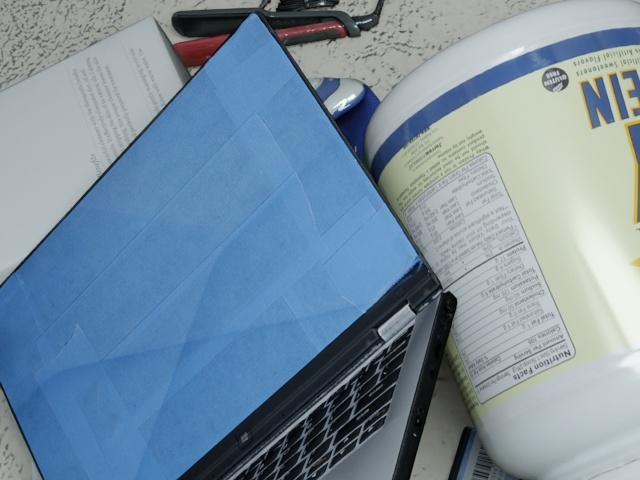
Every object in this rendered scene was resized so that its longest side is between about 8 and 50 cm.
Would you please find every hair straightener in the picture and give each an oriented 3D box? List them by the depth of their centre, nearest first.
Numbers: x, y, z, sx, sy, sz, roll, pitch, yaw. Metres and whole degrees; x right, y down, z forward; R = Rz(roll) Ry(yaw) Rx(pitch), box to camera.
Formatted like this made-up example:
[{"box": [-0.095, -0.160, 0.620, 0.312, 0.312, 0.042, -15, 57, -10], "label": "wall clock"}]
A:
[{"box": [-0.040, -0.235, 1.245, 0.230, 0.047, 0.089, -10, 62, 10], "label": "hair straightener"}]

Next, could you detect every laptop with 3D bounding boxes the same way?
[{"box": [-0.129, 0.100, 0.808, 0.236, 0.408, 0.382, 43, 114, -6], "label": "laptop"}]

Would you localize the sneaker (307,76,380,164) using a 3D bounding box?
[{"box": [0.000, 0.000, 1.040, 0.131, 0.112, 0.296, -10, 79, 26], "label": "sneaker"}]

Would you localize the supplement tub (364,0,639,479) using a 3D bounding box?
[{"box": [0.189, 0.023, 0.857, 0.235, 0.235, 0.324, -22, 74, 4], "label": "supplement tub"}]

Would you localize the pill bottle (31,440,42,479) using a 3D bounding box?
[{"box": [-0.125, 0.186, 1.015, 0.208, 0.117, 0.117, 4, 65, 18], "label": "pill bottle"}]

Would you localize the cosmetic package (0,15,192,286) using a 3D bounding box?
[{"box": [-0.264, -0.025, 1.140, 0.366, 0.155, 0.197, -26, 59, 3], "label": "cosmetic package"}]

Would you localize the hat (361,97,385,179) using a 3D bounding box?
[{"box": [0.071, -0.106, 1.069, 0.208, 0.183, 0.173, -40, 61, -7], "label": "hat"}]

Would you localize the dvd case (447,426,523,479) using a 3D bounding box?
[{"box": [0.205, 0.258, 0.942, 0.253, 0.022, 0.180, 12, 69, 21], "label": "dvd case"}]
